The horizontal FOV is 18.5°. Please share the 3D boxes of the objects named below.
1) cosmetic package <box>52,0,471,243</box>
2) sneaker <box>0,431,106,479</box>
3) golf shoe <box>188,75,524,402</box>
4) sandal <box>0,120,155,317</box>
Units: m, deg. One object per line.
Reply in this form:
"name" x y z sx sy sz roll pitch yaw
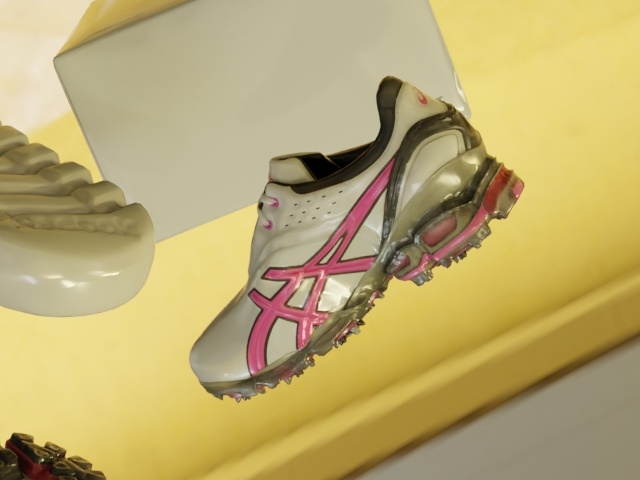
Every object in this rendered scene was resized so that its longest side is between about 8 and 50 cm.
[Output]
"cosmetic package" -0.036 -0.120 1.272 0.224 0.138 0.224 -22 -164 5
"sneaker" -0.218 0.211 1.066 0.121 0.112 0.299 24 -156 23
"golf shoe" 0.000 0.000 0.872 0.186 0.086 0.067 -39 -173 28
"sandal" -0.266 -0.034 1.142 0.169 0.102 0.416 -7 -152 -43
